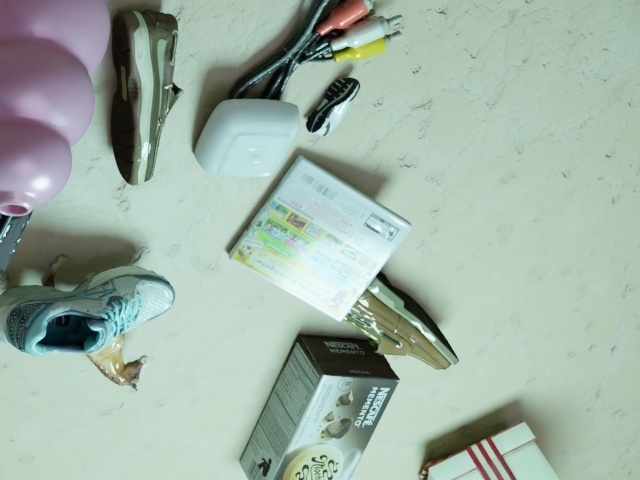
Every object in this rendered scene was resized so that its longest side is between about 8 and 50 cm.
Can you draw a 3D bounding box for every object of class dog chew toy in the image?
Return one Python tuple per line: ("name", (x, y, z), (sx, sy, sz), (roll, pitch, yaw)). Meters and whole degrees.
("dog chew toy", (-0.361, -0.190, 1.518), (0.207, 0.331, 0.206), (-2, 160, -1))

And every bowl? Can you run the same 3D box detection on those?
("bowl", (-0.103, -0.143, 1.860), (0.142, 0.053, 0.142), (-1, 143, -30))

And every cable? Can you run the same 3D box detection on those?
("cable", (-0.017, -0.275, 1.826), (0.287, 0.072, 0.139), (-35, 137, -4))

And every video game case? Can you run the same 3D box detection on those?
("video game case", (0.000, 0.000, 2.026), (0.227, 0.026, 0.206), (30, 105, -22))

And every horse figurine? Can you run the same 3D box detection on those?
("horse figurine", (-0.361, 0.124, 1.929), (0.263, 0.066, 0.174), (19, 106, -40))

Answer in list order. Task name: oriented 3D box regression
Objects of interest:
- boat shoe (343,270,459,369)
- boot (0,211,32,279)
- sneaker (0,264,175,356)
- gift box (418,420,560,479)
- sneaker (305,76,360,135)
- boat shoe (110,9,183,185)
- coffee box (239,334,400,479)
("boat shoe", (0.124, 0.147, 2.206), (0.104, 0.110, 0.307), (-42, 123, 8))
("boot", (-0.495, -0.106, 1.641), (0.260, 0.131, 0.348), (24, 90, -20))
("sneaker", (-0.326, 0.119, 1.824), (0.283, 0.122, 0.110), (-13, 119, -35))
("gift box", (0.339, 0.540, 2.515), (0.255, 0.258, 0.276), (-20, 150, -18))
("sneaker", (0.023, -0.206, 1.931), (0.109, 0.040, 0.044), (-47, 149, 13))
("boat shoe", (-0.233, -0.196, 1.749), (0.095, 0.095, 0.257), (-13, 128, -29))
("coffee box", (-0.004, 0.324, 2.242), (0.168, 0.119, 0.297), (9, 118, -33))
